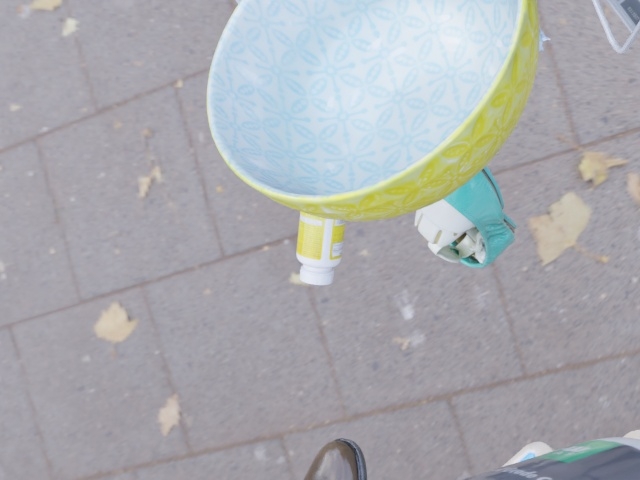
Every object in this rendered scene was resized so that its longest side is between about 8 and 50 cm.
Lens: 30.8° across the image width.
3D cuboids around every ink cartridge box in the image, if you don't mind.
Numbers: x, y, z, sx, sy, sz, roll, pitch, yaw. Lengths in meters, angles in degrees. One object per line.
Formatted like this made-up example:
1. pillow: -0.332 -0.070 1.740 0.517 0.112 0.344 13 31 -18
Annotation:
1. ink cartridge box: 0.419 -0.440 1.813 0.066 0.232 0.189 -38 126 18

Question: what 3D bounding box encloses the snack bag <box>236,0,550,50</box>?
1. snack bag: 0.095 -0.292 1.490 0.343 0.323 0.037 -19 55 15

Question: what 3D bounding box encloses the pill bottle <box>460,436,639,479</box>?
1. pill bottle: 0.132 0.229 0.664 0.204 0.361 0.204 22 117 55

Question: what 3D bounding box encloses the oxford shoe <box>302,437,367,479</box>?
1. oxford shoe: -0.019 0.302 1.181 0.083 0.096 0.227 5 65 41

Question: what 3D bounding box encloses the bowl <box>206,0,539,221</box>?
1. bowl: 0.064 -0.126 0.970 0.289 0.156 0.289 -16 56 25

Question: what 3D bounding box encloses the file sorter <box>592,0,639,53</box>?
1. file sorter: 0.442 -0.351 1.297 0.278 0.173 0.192 -18 78 -2

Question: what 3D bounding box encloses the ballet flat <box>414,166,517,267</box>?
1. ballet flat: 0.141 -0.023 1.163 0.083 0.247 0.087 39 88 25

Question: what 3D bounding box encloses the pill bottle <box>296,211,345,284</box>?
1. pill bottle: 0.000 0.000 1.613 0.065 0.065 0.116 12 106 22

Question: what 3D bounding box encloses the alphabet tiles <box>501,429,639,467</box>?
1. alphabet tiles: 0.194 0.285 0.886 0.278 0.021 0.284 -44 38 4
